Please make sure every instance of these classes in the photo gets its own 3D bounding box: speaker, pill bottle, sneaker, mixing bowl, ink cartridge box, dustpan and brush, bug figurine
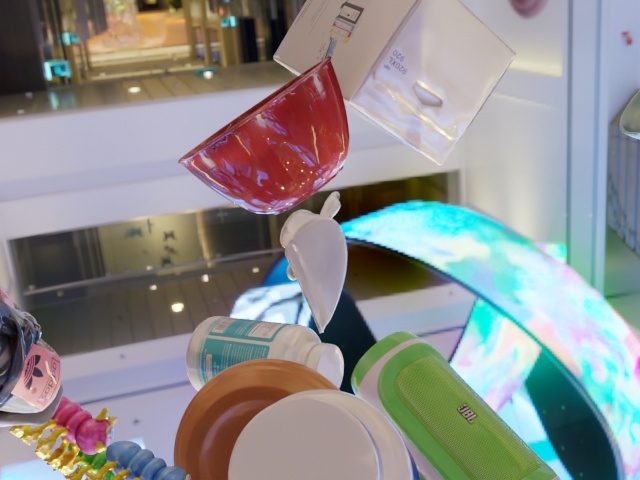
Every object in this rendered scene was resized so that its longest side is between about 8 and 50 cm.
[{"bbox_3d":[0.168,0.249,0.995,0.131,0.131,0.296,-18,-131,-34],"label":"speaker"},{"bbox_3d":[-0.095,0.214,1.403,0.264,0.146,0.146,3,-161,32],"label":"pill bottle"},{"bbox_3d":[0.007,0.174,0.571,0.124,0.124,0.221,-3,160,8],"label":"pill bottle"},{"bbox_3d":[-0.225,0.055,0.504,0.131,0.112,0.319,25,160,-6],"label":"sneaker"},{"bbox_3d":[-0.039,-0.090,0.788,0.181,0.098,0.181,-32,-167,8],"label":"mixing bowl"},{"bbox_3d":[0.088,-0.235,1.017,0.171,0.168,0.232,28,-170,-36],"label":"ink cartridge box"},{"bbox_3d":[0.000,0.000,1.056,0.060,0.147,0.211,2,-140,32],"label":"dustpan and brush"},{"bbox_3d":[-0.199,0.243,0.831,0.216,0.279,0.072,26,-117,16],"label":"bug figurine"}]

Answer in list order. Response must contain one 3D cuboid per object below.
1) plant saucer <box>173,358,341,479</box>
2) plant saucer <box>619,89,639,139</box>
[{"bbox_3d":[-0.052,0.218,0.785,0.200,0.200,0.037,-2,179,10],"label":"plant saucer"},{"bbox_3d":[0.471,-0.206,0.862,0.317,0.044,0.317,-41,-173,6],"label":"plant saucer"}]
